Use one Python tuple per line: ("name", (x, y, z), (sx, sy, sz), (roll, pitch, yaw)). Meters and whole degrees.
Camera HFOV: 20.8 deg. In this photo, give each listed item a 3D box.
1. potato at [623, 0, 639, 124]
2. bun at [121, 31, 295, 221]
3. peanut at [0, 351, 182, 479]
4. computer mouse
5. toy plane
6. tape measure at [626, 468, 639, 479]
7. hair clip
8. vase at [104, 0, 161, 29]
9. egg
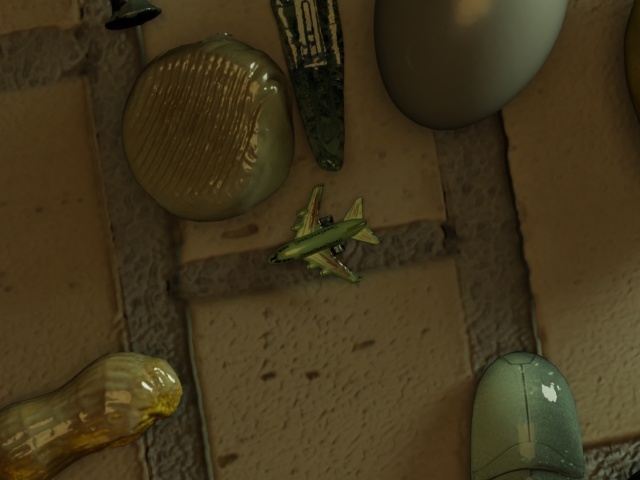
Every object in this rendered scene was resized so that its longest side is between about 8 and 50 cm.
("potato", (0.375, -0.186, 1.652), (0.173, 0.140, 0.300), (-2, 96, -9))
("bun", (-0.096, -0.108, 1.651), (0.173, 0.113, 0.166), (-36, 86, 22))
("peanut", (-0.231, 0.169, 1.659), (0.207, 0.087, 0.087), (-25, 90, 0))
("computer mouse", (0.197, 0.222, 1.680), (0.113, 0.068, 0.229), (-3, 90, 0))
("toy plane", (0.000, 0.000, 1.689), (0.111, 0.040, 0.102), (-22, 89, -1))
("tape measure", (0.372, 0.302, 1.651), (0.223, 0.135, 0.202), (-17, 99, 4))
("hair clip", (-0.007, -0.177, 1.692), (0.066, 0.036, 0.229), (-9, 84, -6))
("vase", (-0.205, -0.288, 1.676), (0.059, 0.059, 0.167), (-19, 91, -2))
("egg", (0.138, -0.215, 1.627), (0.176, 0.176, 0.231), (17, 96, -2))
